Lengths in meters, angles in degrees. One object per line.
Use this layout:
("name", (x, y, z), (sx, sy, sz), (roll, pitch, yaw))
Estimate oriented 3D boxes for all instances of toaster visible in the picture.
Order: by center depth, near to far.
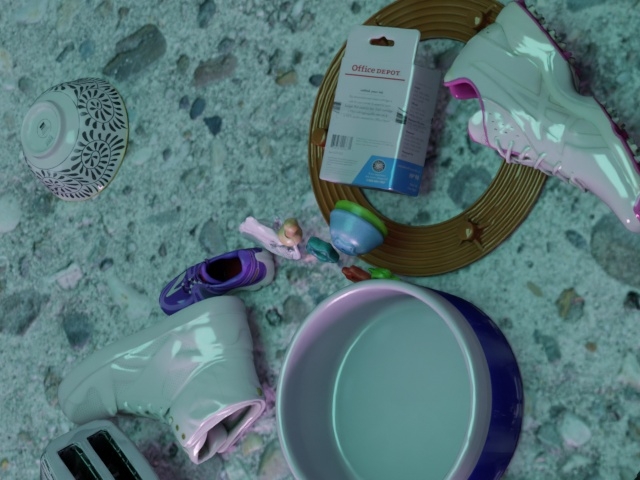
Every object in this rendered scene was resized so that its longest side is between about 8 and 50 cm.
("toaster", (-0.259, 0.318, 2.030), (0.227, 0.129, 0.146), (50, 150, 32))

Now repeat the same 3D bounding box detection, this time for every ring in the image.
("ring", (0.116, -0.126, 1.920), (0.337, 0.032, 0.336), (-7, 78, 34))

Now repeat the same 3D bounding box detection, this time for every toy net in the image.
("toy net", (0.000, 0.000, 1.952), (0.232, 0.122, 0.045), (9, 62, 50))

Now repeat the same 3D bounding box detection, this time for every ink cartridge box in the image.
("ink cartridge box", (0.071, -0.146, 1.898), (0.104, 0.060, 0.180), (11, 89, 38))

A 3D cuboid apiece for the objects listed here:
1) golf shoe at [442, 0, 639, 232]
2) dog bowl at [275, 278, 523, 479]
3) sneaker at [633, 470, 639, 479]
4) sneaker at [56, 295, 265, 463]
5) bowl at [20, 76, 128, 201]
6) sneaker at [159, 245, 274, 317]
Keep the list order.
("golf shoe", (0.242, -0.108, 1.758), (0.140, 0.115, 0.306), (-35, 58, 7))
("dog bowl", (0.085, 0.178, 1.845), (0.265, 0.104, 0.264), (-7, 78, 36))
("sneaker", (0.380, 0.322, 1.606), (0.109, 0.130, 0.286), (-37, 40, 19))
("sneaker", (-0.196, 0.201, 2.045), (0.293, 0.108, 0.169), (-30, 63, 27))
("bowl", (-0.343, -0.140, 2.227), (0.170, 0.080, 0.170), (-7, 78, 36))
("sneaker", (-0.137, 0.044, 2.051), (0.170, 0.071, 0.068), (-27, 67, 31))
